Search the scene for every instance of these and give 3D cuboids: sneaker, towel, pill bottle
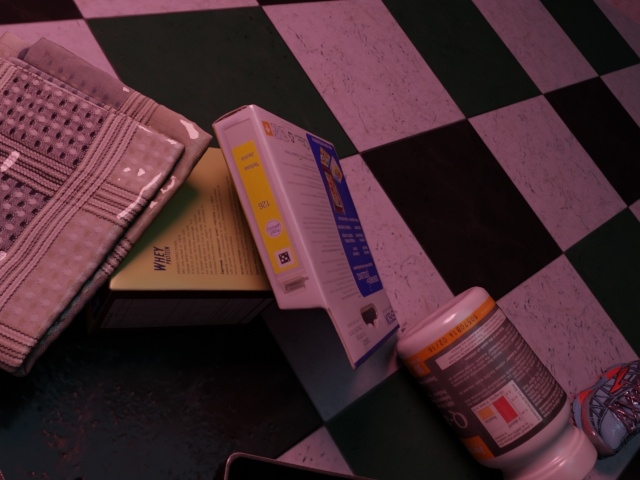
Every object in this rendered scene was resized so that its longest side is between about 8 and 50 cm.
[{"bbox_3d":[0.528,0.270,1.015,0.262,0.125,0.104,-29,80,-40],"label":"sneaker"},{"bbox_3d":[-0.325,-0.069,0.617,0.312,0.056,0.324,27,67,12],"label":"towel"},{"bbox_3d":[0.249,0.218,0.847,0.162,0.162,0.278,-29,79,-40],"label":"pill bottle"}]

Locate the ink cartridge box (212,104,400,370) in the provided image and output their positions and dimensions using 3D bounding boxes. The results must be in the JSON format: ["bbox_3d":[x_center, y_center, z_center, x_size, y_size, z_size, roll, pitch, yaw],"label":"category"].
[{"bbox_3d":[0.000,0.000,0.777,0.303,0.072,0.307,0,72,-73],"label":"ink cartridge box"}]

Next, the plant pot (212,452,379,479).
[{"bbox_3d":[-0.046,0.338,0.587,0.187,0.167,0.188,19,53,-21],"label":"plant pot"}]

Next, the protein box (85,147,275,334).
[{"bbox_3d":[-0.177,-0.002,0.734,0.201,0.136,0.199,3,61,-31],"label":"protein box"}]
